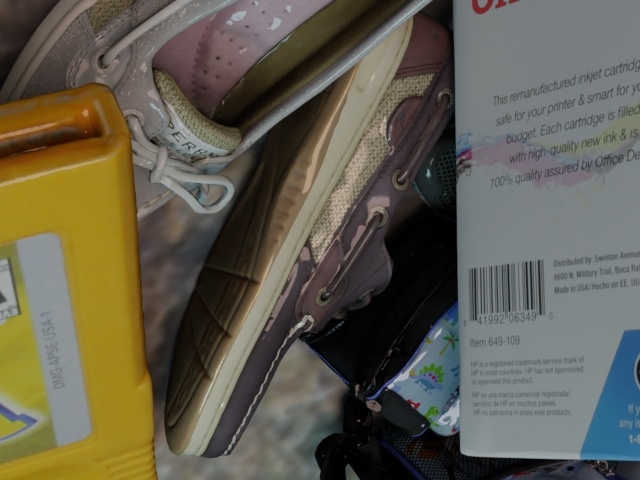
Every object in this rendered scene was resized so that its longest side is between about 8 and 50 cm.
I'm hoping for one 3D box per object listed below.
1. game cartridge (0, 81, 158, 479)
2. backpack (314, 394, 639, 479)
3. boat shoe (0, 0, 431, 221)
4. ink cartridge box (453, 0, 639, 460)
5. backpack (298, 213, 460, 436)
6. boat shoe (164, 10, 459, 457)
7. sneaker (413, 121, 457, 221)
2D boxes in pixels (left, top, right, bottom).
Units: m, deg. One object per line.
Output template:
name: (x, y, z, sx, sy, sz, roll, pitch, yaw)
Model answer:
game cartridge: (-0.222, 0.078, 0.746, 0.285, 0.053, 0.324, -15, 143, -14)
backpack: (0.144, 0.238, 0.903, 0.213, 0.263, 0.276, -18, 113, -13)
boat shoe: (-0.042, -0.097, 0.772, 0.320, 0.103, 0.118, -38, 140, 9)
ink cartridge box: (0.204, -0.024, 0.797, 0.197, 0.198, 0.270, 4, 83, -34)
backpack: (0.063, 0.048, 0.894, 0.084, 0.105, 0.114, 38, 91, -32)
boat shoe: (0.000, 0.000, 0.856, 0.092, 0.103, 0.285, 22, 95, -21)
sneaker: (0.127, -0.013, 0.909, 0.166, 0.076, 0.065, 30, 96, -26)
